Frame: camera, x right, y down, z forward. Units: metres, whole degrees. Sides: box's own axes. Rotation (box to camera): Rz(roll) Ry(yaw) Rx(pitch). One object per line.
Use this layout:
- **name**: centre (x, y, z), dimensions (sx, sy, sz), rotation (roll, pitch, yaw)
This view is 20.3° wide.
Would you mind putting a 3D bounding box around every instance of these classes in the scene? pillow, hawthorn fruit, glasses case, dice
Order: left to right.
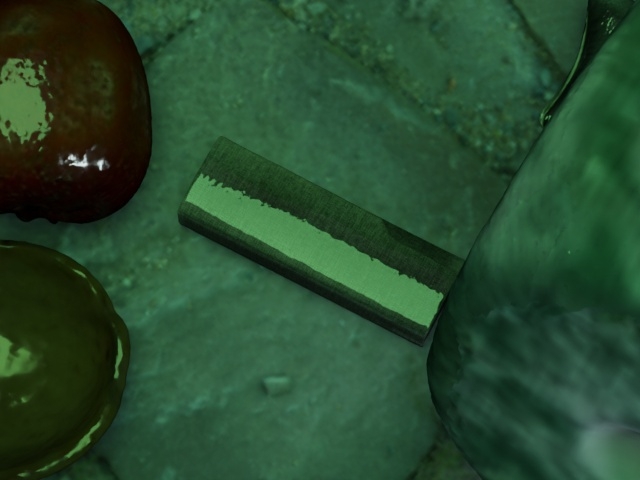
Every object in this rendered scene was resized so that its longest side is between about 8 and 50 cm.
- **hawthorn fruit**: centre (-0.199, -0.107, 1.276), dimensions (0.169, 0.169, 0.188), rotation (3, 87, 1)
- **glasses case**: centre (0.000, 0.000, 1.315), dimensions (0.205, 0.047, 0.071), rotation (27, 78, 6)
- **pillow**: centre (0.220, -0.121, 1.336), dimensions (0.091, 0.055, 0.136), rotation (23, 80, 3)
- **dice**: centre (0.289, 0.030, 1.128), dimensions (0.328, 0.330, 0.348), rotation (33, 60, 11)

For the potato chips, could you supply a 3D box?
- **potato chips**: centre (-0.240, 0.096, 1.286), dimensions (0.208, 0.062, 0.195), rotation (-35, 74, -6)
